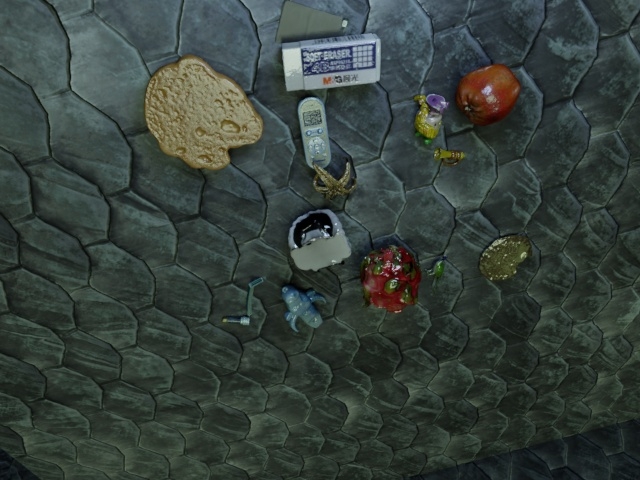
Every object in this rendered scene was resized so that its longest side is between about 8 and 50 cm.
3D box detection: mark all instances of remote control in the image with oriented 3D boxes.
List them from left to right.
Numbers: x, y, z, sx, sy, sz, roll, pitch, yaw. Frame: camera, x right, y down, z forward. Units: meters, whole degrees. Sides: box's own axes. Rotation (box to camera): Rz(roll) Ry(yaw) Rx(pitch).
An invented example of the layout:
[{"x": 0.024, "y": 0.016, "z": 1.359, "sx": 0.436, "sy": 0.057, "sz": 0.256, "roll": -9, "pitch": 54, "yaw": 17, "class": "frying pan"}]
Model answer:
[{"x": -0.019, "y": -0.343, "z": 1.458, "sx": 0.087, "sy": 0.047, "sz": 0.244, "roll": -8, "pitch": 126, "yaw": 1, "class": "remote control"}]

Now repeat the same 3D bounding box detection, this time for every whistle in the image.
[{"x": -0.076, "y": 0.269, "z": 1.843, "sx": 0.180, "sy": 0.093, "sz": 0.269, "roll": -46, "pitch": 123, "yaw": -7, "class": "whistle"}, {"x": 0.446, "y": -0.285, "z": 1.569, "sx": 0.109, "sy": 0.046, "sz": 0.057, "roll": 6, "pitch": 109, "yaw": -19, "class": "whistle"}]

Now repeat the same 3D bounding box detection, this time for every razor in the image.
[{"x": -0.277, "y": 0.227, "z": 1.820, "sx": 0.068, "sy": 0.037, "sz": 0.191, "roll": -26, "pitch": 143, "yaw": -43, "class": "razor"}]

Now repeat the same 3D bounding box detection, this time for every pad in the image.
[{"x": -0.025, "y": -0.601, "z": 1.303, "sx": 0.193, "sy": 0.004, "sz": 0.116, "roll": 9, "pitch": 124, "yaw": -15, "class": "pad"}]

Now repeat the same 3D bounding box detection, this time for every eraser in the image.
[{"x": 0.031, "y": -0.517, "z": 1.319, "sx": 0.278, "sy": 0.081, "sz": 0.124, "roll": -7, "pitch": 129, "yaw": -3, "class": "eraser"}]

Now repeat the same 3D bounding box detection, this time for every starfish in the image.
[{"x": 0.045, "y": -0.208, "z": 1.517, "sx": 0.146, "sy": 0.074, "sz": 0.190, "roll": -27, "pitch": 145, "yaw": 18, "class": "starfish"}]

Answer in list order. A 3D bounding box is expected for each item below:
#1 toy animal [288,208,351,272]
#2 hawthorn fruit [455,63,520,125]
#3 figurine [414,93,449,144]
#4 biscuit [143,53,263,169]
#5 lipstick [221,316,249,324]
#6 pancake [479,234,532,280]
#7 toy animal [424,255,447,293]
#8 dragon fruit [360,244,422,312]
[{"x": 0.000, "y": 0.000, "z": 1.633, "sx": 0.208, "sy": 0.156, "sz": 0.204, "roll": -19, "pitch": 127, "yaw": 14, "class": "toy animal"}, {"x": 0.522, "y": -0.458, "z": 1.388, "sx": 0.200, "sy": 0.179, "sz": 0.179, "roll": -43, "pitch": 121, "yaw": 1, "class": "hawthorn fruit"}, {"x": 0.336, "y": -0.393, "z": 1.464, "sx": 0.094, "sy": 0.115, "sz": 0.156, "roll": -35, "pitch": 151, "yaw": -24, "class": "figurine"}, {"x": -0.360, "y": -0.370, "z": 1.382, "sx": 0.351, "sy": 0.057, "sz": 0.312, "roll": 27, "pitch": 117, "yaw": -22, "class": "biscuit"}, {"x": -0.351, "y": 0.329, "z": 1.882, "sx": 0.116, "sy": 0.037, "sz": 0.037, "roll": 4, "pitch": 124, "yaw": -6, "class": "lipstick"}, {"x": 0.758, "y": 0.070, "z": 1.866, "sx": 0.212, "sy": 0.029, "sz": 0.235, "roll": 29, "pitch": 115, "yaw": -24, "class": "pancake"}, {"x": 0.463, "y": 0.145, "z": 1.870, "sx": 0.075, "sy": 0.041, "sz": 0.217, "roll": -2, "pitch": 129, "yaw": -9, "class": "toy animal"}, {"x": 0.270, "y": 0.153, "z": 1.737, "sx": 0.231, "sy": 0.237, "sz": 0.303, "roll": -5, "pitch": 139, "yaw": 21, "class": "dragon fruit"}]
